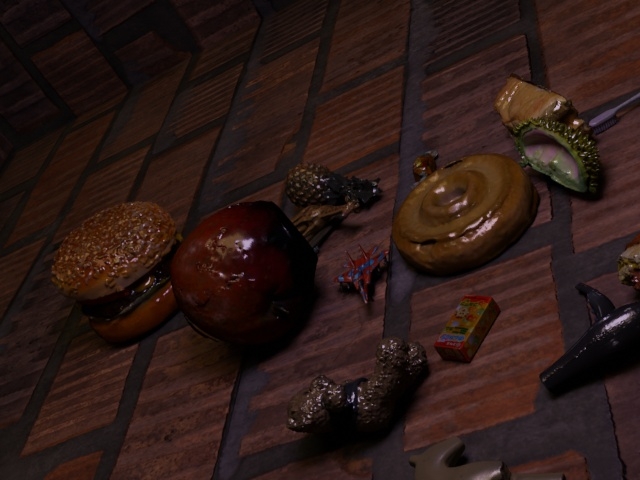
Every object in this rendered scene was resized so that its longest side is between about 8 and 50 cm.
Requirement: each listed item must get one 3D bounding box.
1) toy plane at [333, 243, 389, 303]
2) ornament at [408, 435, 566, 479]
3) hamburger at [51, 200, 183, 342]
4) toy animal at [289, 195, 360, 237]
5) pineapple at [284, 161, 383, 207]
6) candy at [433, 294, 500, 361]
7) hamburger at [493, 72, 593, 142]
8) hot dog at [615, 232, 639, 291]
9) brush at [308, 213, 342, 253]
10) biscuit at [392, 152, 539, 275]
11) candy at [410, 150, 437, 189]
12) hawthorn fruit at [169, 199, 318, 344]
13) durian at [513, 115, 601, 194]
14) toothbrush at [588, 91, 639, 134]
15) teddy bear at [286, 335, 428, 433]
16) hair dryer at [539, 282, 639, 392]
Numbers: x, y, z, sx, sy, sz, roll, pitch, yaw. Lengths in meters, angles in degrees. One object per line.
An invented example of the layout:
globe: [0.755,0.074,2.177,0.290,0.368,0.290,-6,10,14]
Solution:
toy plane: [0.086,0.077,1.865,0.130,0.061,0.189,-28,34,13]
ornament: [0.212,0.360,1.301,0.244,0.061,0.230,-11,35,32]
hamburger: [-0.471,0.062,2.286,0.330,0.250,0.330,-26,31,17]
toy animal: [-0.010,-0.044,2.116,0.275,0.054,0.149,-27,18,32]
pineapple: [0.034,-0.123,2.182,0.251,0.125,0.125,6,49,44]
candy: [0.249,0.148,1.603,0.062,0.038,0.122,1,45,48]
hamburger: [0.445,-0.244,1.914,0.131,0.124,0.262,-53,23,8]
hot dog: [0.549,0.009,1.435,0.213,0.103,0.146,-35,6,-17]
brush: [0.000,0.000,2.110,0.034,0.027,0.190,-17,24,52]
biscuit: [0.271,-0.062,1.835,0.296,0.102,0.296,-25,33,18]
candy: [0.227,-0.154,2.071,0.053,0.046,0.182,-21,30,22]
hawthorn fruit: [-0.149,0.063,1.912,0.316,0.316,0.316,-26,30,17]
durian: [0.449,-0.172,1.762,0.095,0.137,0.220,-24,29,-26]
toothbrush: [0.682,-0.310,1.841,0.354,0.029,0.024,-32,31,4]
teddy bear: [0.064,0.258,1.558,0.251,0.182,0.129,-28,66,11]
hair dryer: [0.413,0.127,1.456,0.195,0.075,0.219,-37,17,16]
